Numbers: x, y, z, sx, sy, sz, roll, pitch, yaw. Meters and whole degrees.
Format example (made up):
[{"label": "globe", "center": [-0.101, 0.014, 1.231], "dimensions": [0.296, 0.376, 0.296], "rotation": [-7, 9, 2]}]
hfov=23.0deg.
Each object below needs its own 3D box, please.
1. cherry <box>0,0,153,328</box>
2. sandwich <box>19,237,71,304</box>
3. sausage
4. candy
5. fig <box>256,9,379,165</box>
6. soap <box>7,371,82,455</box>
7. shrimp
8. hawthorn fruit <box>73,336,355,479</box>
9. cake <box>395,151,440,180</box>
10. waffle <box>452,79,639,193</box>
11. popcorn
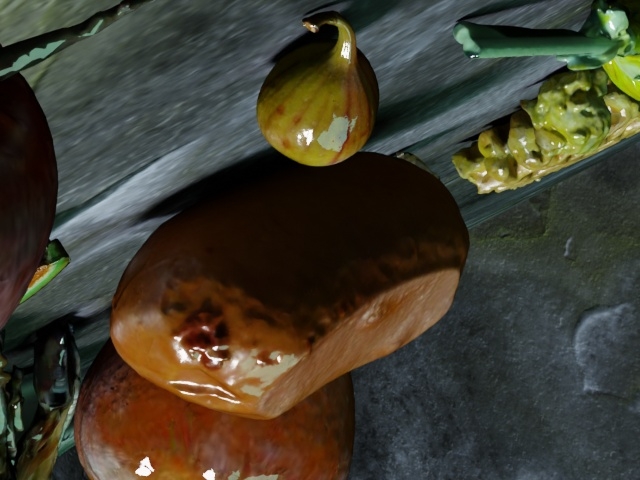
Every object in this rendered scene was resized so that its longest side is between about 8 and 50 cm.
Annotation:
[{"label": "cherry", "center": [-0.070, -0.023, 0.308], "dimensions": [0.225, 0.090, 0.107], "rotation": [-27, 173, 20]}, {"label": "sandwich", "center": [-0.164, 0.021, 0.761], "dimensions": [0.069, 0.026, 0.101], "rotation": [-16, 168, -41]}, {"label": "sausage", "center": [-0.013, 0.018, 0.925], "dimensions": [0.258, 0.133, 0.133], "rotation": [-23, 175, -44]}, {"label": "candy", "center": [0.146, -0.108, 0.842], "dimensions": [0.262, 0.073, 0.077], "rotation": [-8, 145, -52]}, {"label": "fig", "center": [0.001, -0.063, 0.615], "dimensions": [0.050, 0.050, 0.083], "rotation": [-24, 156, -18]}, {"label": "soap", "center": [-0.318, 0.192, 1.485], "dimensions": [0.150, 0.094, 0.261], "rotation": [-27, 175, 20]}, {"label": "shrimp", "center": [-0.233, 0.149, 1.175], "dimensions": [0.365, 0.071, 0.233], "rotation": [101, 10, -48]}, {"label": "hawthorn fruit", "center": [-0.088, 0.129, 1.278], "dimensions": [0.231, 0.263, 0.235], "rotation": [-9, 176, -4]}, {"label": "cake", "center": [0.002, 0.004, 1.193], "dimensions": [0.185, 0.079, 0.116], "rotation": [-29, 174, -12]}, {"label": "waffle", "center": [0.207, -0.094, 1.329], "dimensions": [0.160, 0.055, 0.211], "rotation": [-27, 175, 25]}, {"label": "popcorn", "center": [0.185, -0.098, 1.151], "dimensions": [0.059, 0.068, 0.083], "rotation": [3, -121, 48]}]
